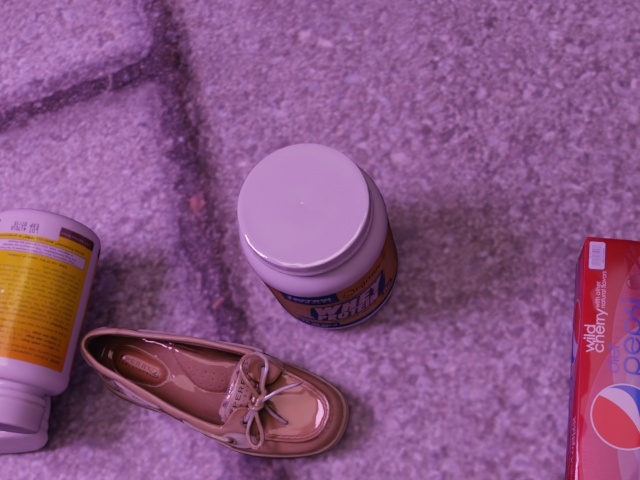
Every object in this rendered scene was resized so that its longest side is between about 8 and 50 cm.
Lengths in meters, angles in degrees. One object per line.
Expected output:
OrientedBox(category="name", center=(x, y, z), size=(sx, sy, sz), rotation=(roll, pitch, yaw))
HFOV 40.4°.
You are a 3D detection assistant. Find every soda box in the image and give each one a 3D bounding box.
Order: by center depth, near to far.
OrientedBox(category="soda box", center=(0.283, 0.135, 0.831), size=(0.083, 0.092, 0.263), rotation=(5, 71, 11))

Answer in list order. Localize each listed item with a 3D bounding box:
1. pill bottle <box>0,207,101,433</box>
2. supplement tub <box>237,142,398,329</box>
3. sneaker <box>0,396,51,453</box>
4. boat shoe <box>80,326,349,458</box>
OrientedBox(category="pill bottle", center=(-0.305, 0.084, 0.895), size=(0.117, 0.117, 0.215), rotation=(4, 69, 11))
OrientedBox(category="supplement tub", center=(0.000, 0.000, 0.872), size=(0.144, 0.200, 0.144), rotation=(-3, 70, 9))
OrientedBox(category="sneaker", center=(-0.398, 0.186, 0.953), size=(0.212, 0.080, 0.094), rotation=(-4, 58, 2))
OrientedBox(category="boat shoe", center=(-0.113, 0.154, 0.896), size=(0.285, 0.089, 0.105), rotation=(11, 73, 14))
